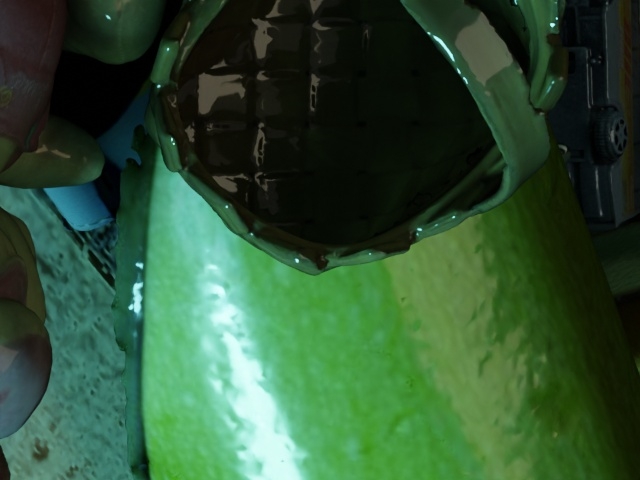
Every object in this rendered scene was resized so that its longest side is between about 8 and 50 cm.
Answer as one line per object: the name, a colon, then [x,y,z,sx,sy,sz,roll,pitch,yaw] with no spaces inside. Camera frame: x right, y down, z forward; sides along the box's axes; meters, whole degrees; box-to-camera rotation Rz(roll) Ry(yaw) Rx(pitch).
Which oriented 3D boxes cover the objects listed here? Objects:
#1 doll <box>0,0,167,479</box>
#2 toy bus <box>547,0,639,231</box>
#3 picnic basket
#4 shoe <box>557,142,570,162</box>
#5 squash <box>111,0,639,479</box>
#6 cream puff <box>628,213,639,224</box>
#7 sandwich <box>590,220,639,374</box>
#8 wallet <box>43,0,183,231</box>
doll: [-0.145,-0.004,0.586,0.196,0.152,0.256,22,89,-45]
toy bus: [0.146,-0.102,1.045,0.075,0.064,0.191,-16,105,-57]
picnic basket: [0.014,-0.057,0.607,0.128,0.178,0.138,45,82,-7]
shoe: [0.082,-0.038,0.935,0.071,0.099,0.169,-47,127,-37]
squash: [0.000,0.000,0.807,0.233,0.210,0.309,-41,109,-44]
cream puff: [0.283,-0.050,1.091,0.196,0.244,0.244,64,40,-70]
sandwich: [0.164,0.053,0.981,0.108,0.186,0.220,-46,144,-41]
wallet: [-0.098,-0.134,0.719,0.170,0.069,0.231,-58,135,-26]
